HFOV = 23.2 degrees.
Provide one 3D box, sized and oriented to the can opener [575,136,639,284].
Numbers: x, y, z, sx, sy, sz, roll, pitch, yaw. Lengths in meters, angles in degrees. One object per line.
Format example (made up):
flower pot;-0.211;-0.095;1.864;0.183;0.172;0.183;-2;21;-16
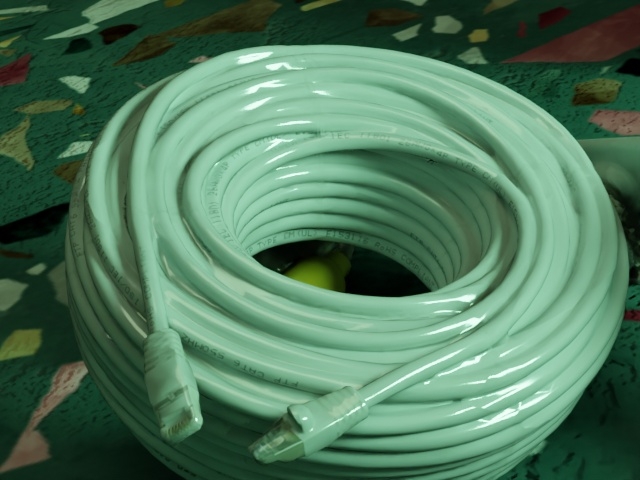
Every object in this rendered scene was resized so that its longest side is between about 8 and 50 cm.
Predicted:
can opener;0.199;-0.021;0.707;0.093;0.074;0.280;-26;11;-17

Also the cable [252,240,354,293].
cable;0.000;0.000;0.882;0.139;0.072;0.287;1;16;38

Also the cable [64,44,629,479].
cable;0.012;0.009;0.716;0.257;0.089;0.257;-11;44;-21
